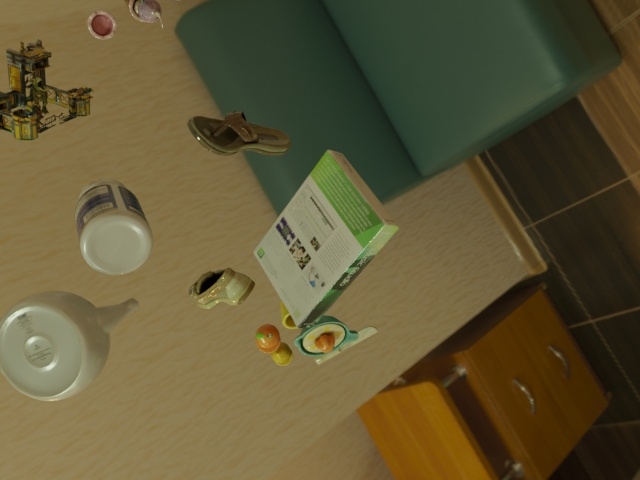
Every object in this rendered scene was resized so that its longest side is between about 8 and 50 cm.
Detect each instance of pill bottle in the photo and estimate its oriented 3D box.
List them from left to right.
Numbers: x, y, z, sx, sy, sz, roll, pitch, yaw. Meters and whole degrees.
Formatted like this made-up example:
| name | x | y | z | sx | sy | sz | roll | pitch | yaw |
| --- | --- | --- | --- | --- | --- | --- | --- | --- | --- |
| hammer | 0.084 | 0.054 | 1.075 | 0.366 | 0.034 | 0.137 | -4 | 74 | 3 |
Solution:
| name | x | y | z | sx | sy | sz | roll | pitch | yaw |
| --- | --- | --- | --- | --- | --- | --- | --- | --- | --- |
| pill bottle | -0.484 | -0.043 | 1.402 | 0.265 | 0.153 | 0.153 | -133 | 32 | -55 |

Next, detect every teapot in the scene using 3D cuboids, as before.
| name | x | y | z | sx | sy | sz | roll | pitch | yaw |
| --- | --- | --- | --- | --- | --- | --- | --- | --- | --- |
| teapot | -0.574 | 0.222 | 1.350 | 0.256 | 0.187 | 0.253 | 19 | 100 | 6 |

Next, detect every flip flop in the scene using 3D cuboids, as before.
| name | x | y | z | sx | sy | sz | roll | pitch | yaw |
| --- | --- | --- | --- | --- | --- | --- | --- | --- | --- |
| flip flop | -0.171 | -0.246 | 1.350 | 0.080 | 0.277 | 0.112 | -54 | 53 | 34 |

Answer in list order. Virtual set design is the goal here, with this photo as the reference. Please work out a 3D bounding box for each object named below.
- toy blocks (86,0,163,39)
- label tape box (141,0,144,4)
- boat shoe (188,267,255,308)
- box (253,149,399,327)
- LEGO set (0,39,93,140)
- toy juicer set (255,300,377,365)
| name | x | y | z | sx | sy | sz | roll | pitch | yaw |
| --- | --- | --- | --- | --- | --- | --- | --- | --- | --- |
| toy blocks | -0.432 | -0.647 | 1.390 | 0.260 | 0.309 | 0.289 | 38 | 151 | 54 |
| label tape box | -0.369 | -0.567 | 0.928 | 0.334 | 0.105 | 0.241 | 88 | 170 | -54 |
| boat shoe | -0.147 | 0.061 | 0.834 | 0.048 | 0.056 | 0.153 | 44 | 156 | -24 |
| box | 0.000 | 0.000 | 1.313 | 0.322 | 0.058 | 0.232 | -52 | 56 | 28 |
| LEGO set | -0.803 | -0.433 | 1.677 | 0.255 | 0.331 | 0.192 | 25 | 125 | 17 |
| toy juicer set | -0.018 | 0.266 | 1.532 | 0.209 | 0.329 | 0.089 | -45 | 43 | 21 |
